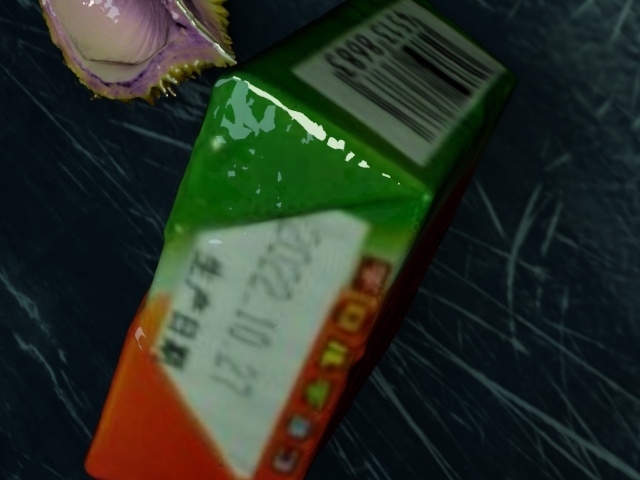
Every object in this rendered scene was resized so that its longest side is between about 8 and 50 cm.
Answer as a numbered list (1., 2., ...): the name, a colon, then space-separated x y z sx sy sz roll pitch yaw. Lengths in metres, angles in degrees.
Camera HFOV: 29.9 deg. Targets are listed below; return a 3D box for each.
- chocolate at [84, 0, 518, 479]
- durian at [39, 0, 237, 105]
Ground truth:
1. chocolate: 0.000 0.000 0.936 0.161 0.360 0.341 27 118 8
2. durian: -0.181 -0.269 1.109 0.191 0.112 0.341 -35 76 44
